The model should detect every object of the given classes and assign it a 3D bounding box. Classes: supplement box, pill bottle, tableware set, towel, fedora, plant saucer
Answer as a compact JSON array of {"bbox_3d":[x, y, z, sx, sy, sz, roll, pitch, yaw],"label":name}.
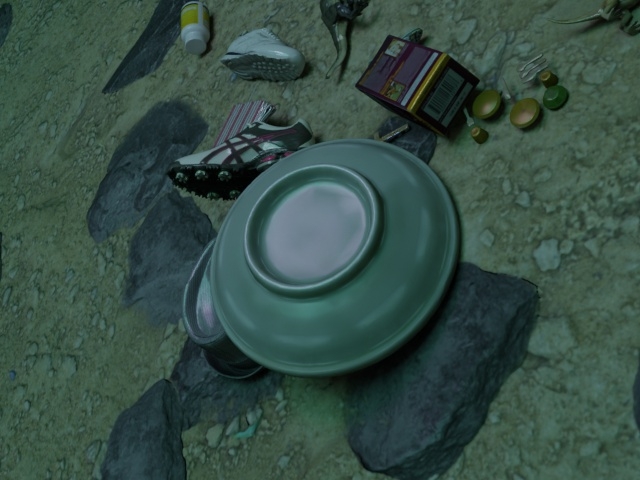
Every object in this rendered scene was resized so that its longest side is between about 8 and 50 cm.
[{"bbox_3d":[0.149,-0.247,1.437,0.104,0.081,0.188,-57,32,4],"label":"supplement box"},{"bbox_3d":[-0.279,-0.472,2.031,0.065,0.065,0.116,-30,48,30],"label":"pill bottle"},{"bbox_3d":[0.284,-0.198,1.338,0.154,0.024,0.104,-33,50,26],"label":"tableware set"},{"bbox_3d":[-0.158,-0.197,1.751,0.144,0.029,0.197,-64,24,-7],"label":"towel"},{"bbox_3d":[-0.144,0.087,1.519,0.243,0.124,0.275,-11,60,41],"label":"fedora"},{"bbox_3d":[0.000,0.000,1.349,0.400,0.100,0.400,-10,60,18],"label":"plant saucer"}]

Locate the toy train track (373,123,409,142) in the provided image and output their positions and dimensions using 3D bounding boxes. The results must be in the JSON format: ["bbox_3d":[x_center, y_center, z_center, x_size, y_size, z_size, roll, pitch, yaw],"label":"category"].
[{"bbox_3d":[0.112,-0.166,1.498,0.083,0.014,0.048,-28,42,24],"label":"toy train track"}]

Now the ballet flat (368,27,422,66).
[{"bbox_3d":[0.134,-0.315,1.551,0.114,0.041,0.041,-32,48,29],"label":"ballet flat"}]

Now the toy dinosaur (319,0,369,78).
[{"bbox_3d":[0.041,-0.426,1.691,0.118,0.064,0.268,-35,48,35],"label":"toy dinosaur"}]

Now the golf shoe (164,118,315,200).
[{"bbox_3d":[-0.138,-0.144,1.619,0.273,0.105,0.120,-4,60,9],"label":"golf shoe"}]

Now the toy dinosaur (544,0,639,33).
[{"bbox_3d":[0.413,-0.326,1.273,0.183,0.053,0.092,-29,33,21],"label":"toy dinosaur"}]

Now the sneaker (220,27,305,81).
[{"bbox_3d":[-0.106,-0.373,1.789,0.235,0.090,0.095,17,70,47],"label":"sneaker"}]
